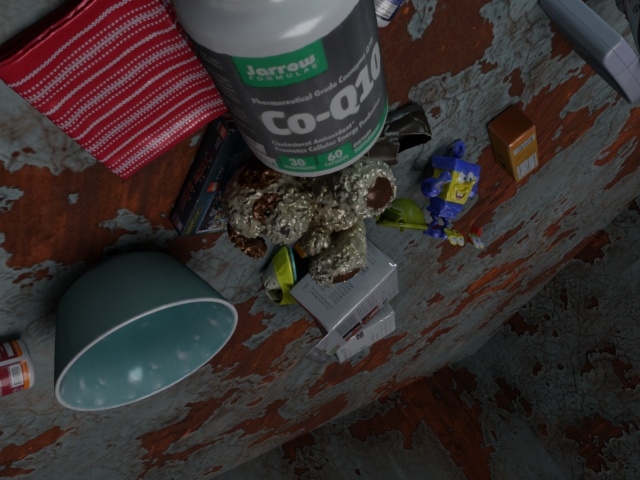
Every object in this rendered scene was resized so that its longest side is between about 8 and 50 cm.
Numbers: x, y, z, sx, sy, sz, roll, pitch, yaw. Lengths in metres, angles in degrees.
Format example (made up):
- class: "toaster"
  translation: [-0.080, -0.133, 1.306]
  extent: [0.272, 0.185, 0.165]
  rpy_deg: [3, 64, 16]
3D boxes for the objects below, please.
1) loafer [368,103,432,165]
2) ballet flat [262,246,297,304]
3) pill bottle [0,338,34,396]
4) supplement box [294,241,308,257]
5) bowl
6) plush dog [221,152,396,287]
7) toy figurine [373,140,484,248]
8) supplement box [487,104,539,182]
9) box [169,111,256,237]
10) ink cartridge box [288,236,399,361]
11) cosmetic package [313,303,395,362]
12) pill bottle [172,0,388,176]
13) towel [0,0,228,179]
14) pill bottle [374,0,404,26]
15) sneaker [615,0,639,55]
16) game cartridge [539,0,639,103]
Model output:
- class: "loafer"
  translation: [0.109, -0.170, 1.134]
  extent: [0.220, 0.078, 0.080]
  rpy_deg: [-31, 155, -8]
- class: "ballet flat"
  translation: [-0.087, 0.088, 1.373]
  extent: [0.077, 0.077, 0.231]
  rpy_deg: [-14, 154, -4]
- class: "pill bottle"
  translation: [-0.555, 0.221, 1.022]
  extent: [0.152, 0.086, 0.086]
  rpy_deg: [-13, 148, -37]
- class: "supplement box"
  translation: [0.000, 0.000, 1.354]
  extent: [0.098, 0.036, 0.062]
  rpy_deg: [-8, 144, -43]
- class: "bowl"
  translation: [-0.315, 0.134, 1.065]
  extent: [0.311, 0.163, 0.311]
  rpy_deg: [-28, 155, -14]
- class: "plush dog"
  translation: [-0.037, -0.067, 0.961]
  extent: [0.225, 0.211, 0.262]
  rpy_deg: [-4, 143, -19]
- class: "toy figurine"
  translation: [0.244, -0.122, 1.378]
  extent: [0.362, 0.191, 0.217]
  rpy_deg: [8, 103, -45]
- class: "supplement box"
  translation: [0.451, -0.219, 1.463]
  extent: [0.080, 0.078, 0.233]
  rpy_deg: [-39, 155, 4]
- class: "box"
  translation: [-0.129, -0.105, 1.003]
  extent: [0.159, 0.044, 0.233]
  rpy_deg: [-10, 146, -42]
- class: "ink cartridge box"
  translation: [0.041, 0.140, 1.438]
  extent: [0.272, 0.130, 0.309]
  rpy_deg: [-44, 164, -5]
- class: "cosmetic package"
  translation: [0.084, 0.202, 1.676]
  extent: [0.183, 0.151, 0.151]
  rpy_deg: [-31, 154, -7]
- class: "pill bottle"
  translation: [-0.040, -0.239, 0.688]
  extent: [0.204, 0.204, 0.361]
  rpy_deg: [-33, 155, -3]
- class: "towel"
  translation: [-0.231, -0.186, 0.758]
  extent: [0.198, 0.031, 0.275]
  rpy_deg: [-33, 155, 1]
- class: "pill bottle"
  translation: [0.079, -0.328, 0.833]
  extent: [0.067, 0.067, 0.120]
  rpy_deg: [-3, 141, -47]
- class: "sneaker"
  translation: [0.585, -0.395, 1.105]
  extent: [0.090, 0.270, 0.145]
  rpy_deg: [-18, 169, 25]
- class: "game cartridge"
  translation: [0.521, -0.352, 1.168]
  extent: [0.062, 0.198, 0.297]
  rpy_deg: [-41, 154, 25]
